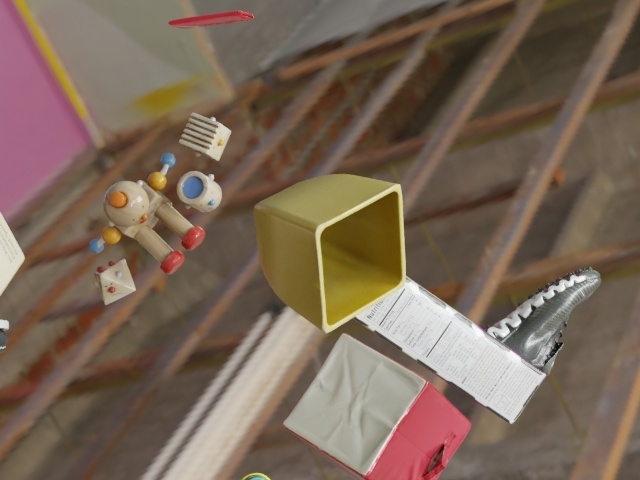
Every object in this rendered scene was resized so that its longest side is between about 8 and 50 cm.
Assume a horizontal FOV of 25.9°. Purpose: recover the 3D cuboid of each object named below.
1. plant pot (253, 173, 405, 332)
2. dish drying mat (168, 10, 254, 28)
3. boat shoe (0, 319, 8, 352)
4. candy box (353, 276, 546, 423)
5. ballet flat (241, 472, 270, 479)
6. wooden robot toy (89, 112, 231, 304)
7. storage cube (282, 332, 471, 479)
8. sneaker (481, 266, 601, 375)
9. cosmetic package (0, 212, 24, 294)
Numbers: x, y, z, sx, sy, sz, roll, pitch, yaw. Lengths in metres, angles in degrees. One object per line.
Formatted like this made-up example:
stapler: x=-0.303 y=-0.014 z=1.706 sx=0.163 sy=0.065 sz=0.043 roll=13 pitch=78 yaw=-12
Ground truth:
plant pot: x=0.000 y=0.000 z=0.951 sx=0.081 sy=0.081 sz=0.083 roll=-28 pitch=-144 yaw=-36
dish drying mat: x=-0.111 y=-0.223 z=1.406 sx=0.083 sy=0.008 sz=0.032 roll=-2 pitch=178 yaw=27
boat shoe: x=-0.458 y=0.149 z=1.506 sx=0.114 sy=0.091 sz=0.302 roll=-17 pitch=177 yaw=40
candy box: x=0.113 y=0.095 z=1.515 sx=0.071 sy=0.233 sz=0.159 roll=-55 pitch=-164 yaw=-1
ballet flat: x=-0.106 y=0.452 z=2.058 sx=0.077 sy=0.231 sz=0.077 roll=0 pitch=-175 yaw=-10
wooden robot toy: x=-0.133 y=-0.026 z=1.093 sx=0.173 sy=0.076 sz=0.079 roll=-50 pitch=160 yaw=1
storage cube: x=0.093 y=0.292 z=2.213 sx=0.215 sy=0.193 sz=0.184 roll=28 pitch=-101 yaw=37
sneaker: x=0.304 y=0.131 z=1.932 sx=0.234 sy=0.106 sz=0.078 roll=-33 pitch=175 yaw=-6
cosmetic package: x=-0.416 y=0.042 z=1.360 sx=0.113 sy=0.160 sz=0.309 roll=-18 pitch=-156 yaw=16
